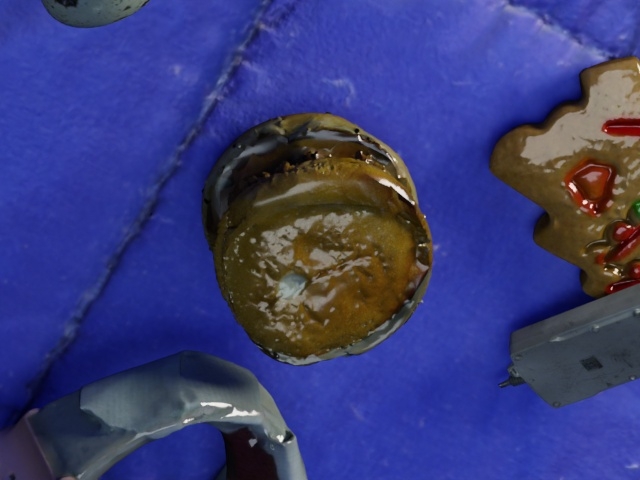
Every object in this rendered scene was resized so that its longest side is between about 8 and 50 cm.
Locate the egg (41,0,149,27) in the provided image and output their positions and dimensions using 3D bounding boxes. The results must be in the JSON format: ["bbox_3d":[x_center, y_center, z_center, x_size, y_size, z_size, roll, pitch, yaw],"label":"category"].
[{"bbox_3d":[-0.152,-0.194,1.350,0.085,0.085,0.110,40,124,-21],"label":"egg"}]

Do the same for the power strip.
[{"bbox_3d":[0.239,0.074,1.515,0.226,0.029,0.080,-23,130,23],"label":"power strip"}]

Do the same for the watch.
[{"bbox_3d":[-0.132,0.208,1.515,0.241,0.162,0.253,-13,129,-22],"label":"watch"}]

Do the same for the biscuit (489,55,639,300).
[{"bbox_3d":[0.247,-0.030,1.485,0.212,0.041,0.239,-17,116,3],"label":"biscuit"}]

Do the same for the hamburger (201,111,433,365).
[{"bbox_3d":[0.000,0.000,1.450,0.185,0.113,0.177,28,106,-25],"label":"hamburger"}]
